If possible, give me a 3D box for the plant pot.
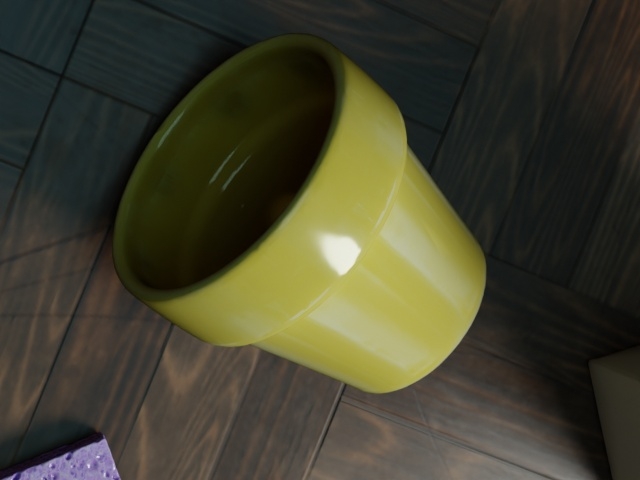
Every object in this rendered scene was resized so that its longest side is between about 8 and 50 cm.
[{"bbox_3d":[0.000,0.000,1.563,0.239,0.254,0.254,39,84,-32],"label":"plant pot"}]

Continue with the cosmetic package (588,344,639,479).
[{"bbox_3d":[0.395,0.172,1.624,0.197,0.365,0.155,-15,98,-12],"label":"cosmetic package"}]

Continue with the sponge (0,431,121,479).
[{"bbox_3d":[-0.258,0.252,1.611,0.210,0.031,0.117,-20,101,-13],"label":"sponge"}]
